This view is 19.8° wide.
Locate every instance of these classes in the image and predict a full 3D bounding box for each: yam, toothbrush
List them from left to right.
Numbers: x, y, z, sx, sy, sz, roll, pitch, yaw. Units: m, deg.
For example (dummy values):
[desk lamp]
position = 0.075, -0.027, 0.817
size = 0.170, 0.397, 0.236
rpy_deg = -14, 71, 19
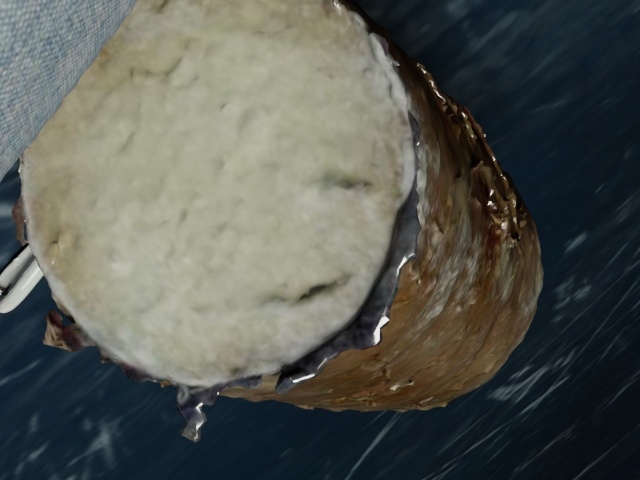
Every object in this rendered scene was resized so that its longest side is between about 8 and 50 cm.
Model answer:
[toothbrush]
position = -0.064, -0.035, 0.615
size = 0.162, 0.014, 0.017
rpy_deg = -47, 137, 17
[yam]
position = -0.001, -0.002, 0.605
size = 0.131, 0.131, 0.279
rpy_deg = -43, 166, 5

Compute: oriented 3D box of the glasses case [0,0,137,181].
[glasses case]
position = -0.070, -0.067, 0.389
size = 0.282, 0.067, 0.109
rpy_deg = -54, 175, -15
